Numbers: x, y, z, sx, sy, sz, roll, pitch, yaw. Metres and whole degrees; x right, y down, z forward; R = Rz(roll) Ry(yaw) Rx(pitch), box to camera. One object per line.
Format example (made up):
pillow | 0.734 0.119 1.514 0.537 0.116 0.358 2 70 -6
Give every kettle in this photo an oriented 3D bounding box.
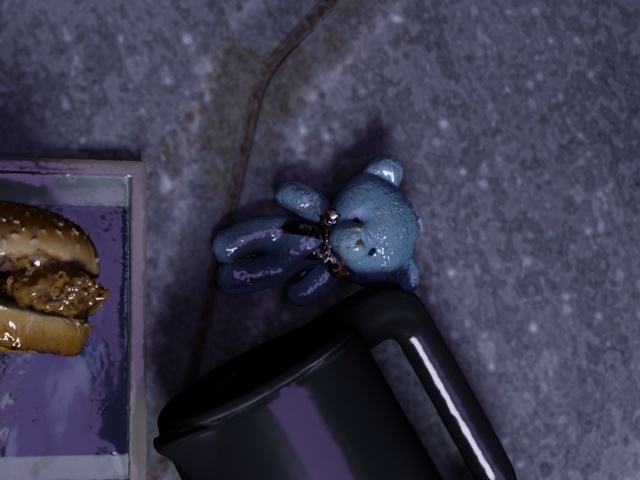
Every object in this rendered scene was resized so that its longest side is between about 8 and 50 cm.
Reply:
kettle | 0.042 0.218 1.446 0.262 0.203 0.308 -28 97 -7

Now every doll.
doll | 0.002 0.000 1.515 0.180 0.075 0.120 -13 98 -21

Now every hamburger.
hamburger | -0.247 0.027 1.330 0.182 0.191 0.118 3 94 -51

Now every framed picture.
framed picture | -0.238 0.071 1.444 0.209 0.019 0.281 -1 87 -22
